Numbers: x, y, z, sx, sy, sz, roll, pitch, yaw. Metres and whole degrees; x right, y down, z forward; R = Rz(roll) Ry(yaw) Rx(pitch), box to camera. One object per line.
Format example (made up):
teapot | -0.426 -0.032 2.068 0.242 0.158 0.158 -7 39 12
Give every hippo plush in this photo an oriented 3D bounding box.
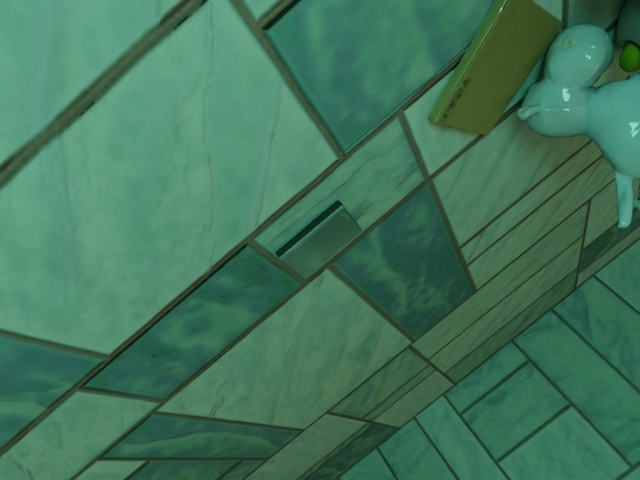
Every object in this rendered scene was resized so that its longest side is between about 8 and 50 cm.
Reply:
hippo plush | 0.470 -0.227 0.736 0.234 0.236 0.294 -27 137 -41

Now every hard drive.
hard drive | 0.000 0.000 0.761 0.135 0.022 0.094 -40 145 4

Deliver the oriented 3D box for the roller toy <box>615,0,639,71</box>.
roller toy | 0.627 -0.392 0.753 0.191 0.146 0.209 -33 145 -8

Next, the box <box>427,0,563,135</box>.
box | 0.272 -0.264 0.698 0.164 0.021 0.201 -2 132 -41
